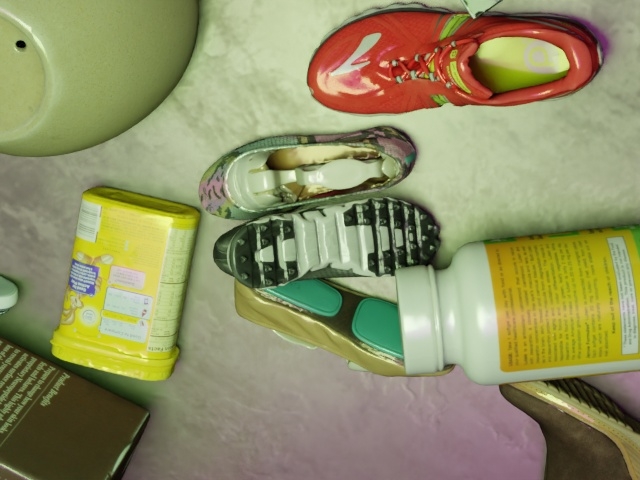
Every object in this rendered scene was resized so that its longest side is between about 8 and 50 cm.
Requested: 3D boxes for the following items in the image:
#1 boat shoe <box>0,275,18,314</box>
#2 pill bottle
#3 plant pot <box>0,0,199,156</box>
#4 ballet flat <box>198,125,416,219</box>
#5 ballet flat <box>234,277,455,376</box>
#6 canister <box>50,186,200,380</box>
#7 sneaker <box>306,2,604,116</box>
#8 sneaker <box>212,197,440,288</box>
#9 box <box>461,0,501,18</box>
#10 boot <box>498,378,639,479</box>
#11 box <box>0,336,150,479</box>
[{"bbox_3d":[-0.397,0.077,1.555,0.183,0.065,0.083,4,111,10],"label":"boat shoe"},{"bbox_3d":[0.196,0.063,1.401,0.246,0.136,0.136,-6,102,1],"label":"pill bottle"},{"bbox_3d":[-0.271,-0.188,1.369,0.284,0.191,0.284,5,120,9],"label":"plant pot"},{"bbox_3d":[-0.019,-0.064,1.452,0.222,0.079,0.076,-9,99,11],"label":"ballet flat"},{"bbox_3d":[0.022,0.086,1.494,0.232,0.080,0.073,26,133,5],"label":"ballet flat"},{"bbox_3d":[-0.192,0.042,1.506,0.126,0.073,0.169,13,103,5],"label":"canister"},{"bbox_3d":[0.119,-0.167,1.388,0.279,0.118,0.107,-5,101,10],"label":"sneaker"},{"bbox_3d":[0.000,0.000,1.443,0.234,0.106,0.078,-7,96,-29],"label":"sneaker"},{"bbox_3d":[0.129,-0.282,1.328,0.077,0.180,0.147,-34,95,14],"label":"box"},{"bbox_3d":[0.241,0.254,1.476,0.248,0.090,0.207,31,103,-3],"label":"boot"},{"bbox_3d":[-0.379,0.172,1.451,0.381,0.191,0.143,25,115,2],"label":"box"}]
